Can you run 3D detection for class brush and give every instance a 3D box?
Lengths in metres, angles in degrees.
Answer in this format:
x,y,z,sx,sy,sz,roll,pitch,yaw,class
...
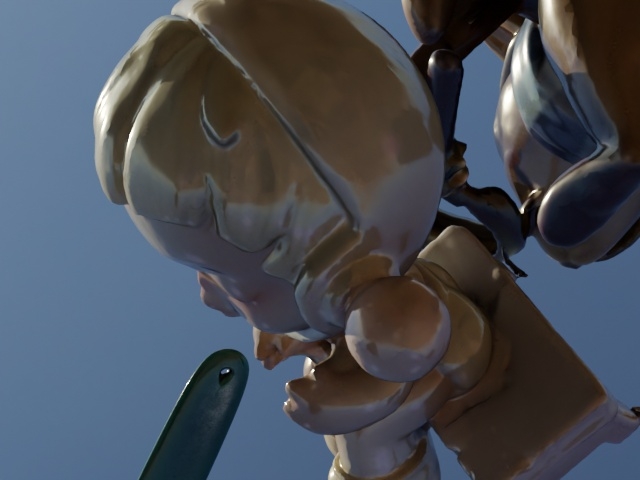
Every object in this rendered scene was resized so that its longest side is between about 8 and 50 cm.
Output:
x,y,z,sx,sy,sz,roll,pitch,yaw,class
-0.088,0.152,1.122,0.043,0.193,0.032,17,-159,-27,brush

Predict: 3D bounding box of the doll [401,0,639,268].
x,y,z,sx,sy,sz,roll,pitch,yaw,class
0.169,-0.087,1.120,0.318,0.340,0.209,4,-97,3,doll

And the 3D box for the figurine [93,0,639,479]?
x,y,z,sx,sy,sz,roll,pitch,yaw,class
0.010,-0.002,0.714,0.144,0.256,0.182,-25,-139,16,figurine
